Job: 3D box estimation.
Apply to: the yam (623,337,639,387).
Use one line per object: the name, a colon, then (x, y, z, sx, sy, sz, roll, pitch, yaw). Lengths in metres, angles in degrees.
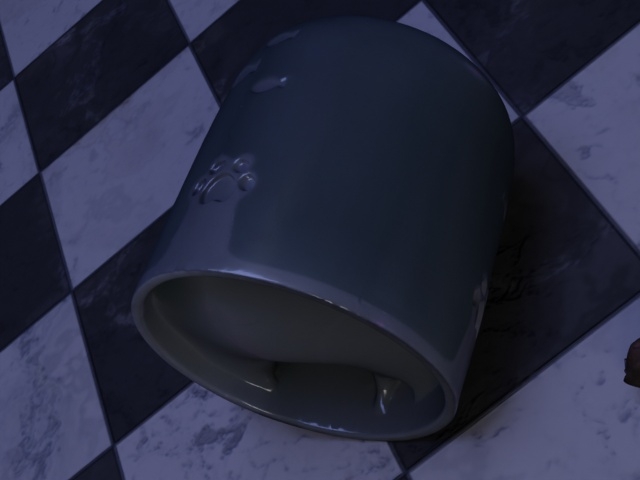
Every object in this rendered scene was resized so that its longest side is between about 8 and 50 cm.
yam: (0.321, 0.085, 0.879, 0.264, 0.046, 0.046, 0, 57, 40)

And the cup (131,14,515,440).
cup: (0.000, 0.000, 1.119, 0.357, 0.259, 0.274, -43, 23, 60)
